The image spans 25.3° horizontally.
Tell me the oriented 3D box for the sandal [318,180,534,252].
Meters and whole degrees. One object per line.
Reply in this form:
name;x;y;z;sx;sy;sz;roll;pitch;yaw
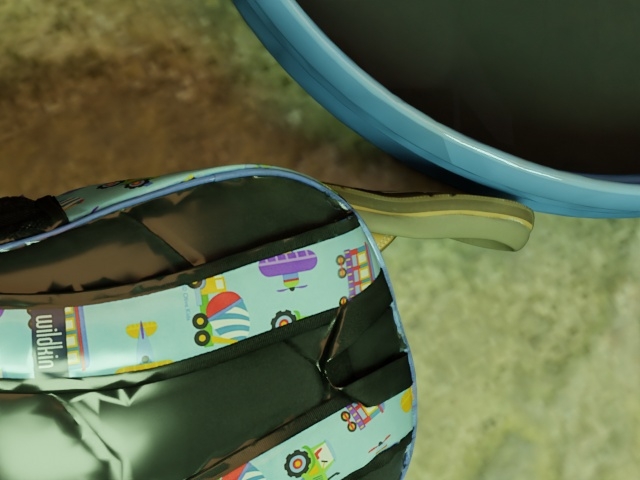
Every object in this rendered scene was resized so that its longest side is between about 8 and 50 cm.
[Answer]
sandal;0.000;0.000;0.571;0.180;0.072;0.049;5;93;-17

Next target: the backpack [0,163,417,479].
backpack;-0.062;0.049;0.489;0.173;0.117;0.158;-21;105;-15

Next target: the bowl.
bowl;0.121;-0.191;0.648;0.391;0.077;0.391;4;72;-12
